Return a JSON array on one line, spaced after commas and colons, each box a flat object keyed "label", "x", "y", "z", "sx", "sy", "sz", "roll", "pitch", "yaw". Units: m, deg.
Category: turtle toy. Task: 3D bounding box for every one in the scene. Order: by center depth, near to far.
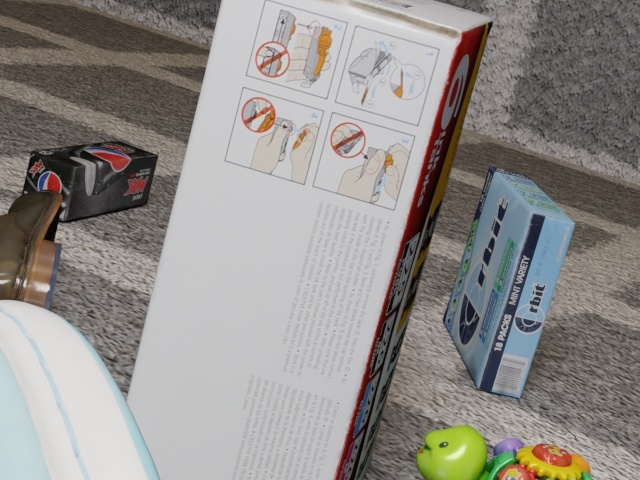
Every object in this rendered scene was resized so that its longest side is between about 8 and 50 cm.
[{"label": "turtle toy", "x": 0.121, "y": 0.156, "z": 0.863, "sx": 0.130, "sy": 0.066, "sz": 0.095, "roll": 14, "pitch": 13, "yaw": -1}]

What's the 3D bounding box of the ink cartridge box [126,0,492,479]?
[{"label": "ink cartridge box", "x": 0.000, "y": 0.000, "z": 0.844, "sx": 0.130, "sy": 0.309, "sz": 0.272, "roll": 17, "pitch": 14, "yaw": 8}]

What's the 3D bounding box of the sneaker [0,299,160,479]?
[{"label": "sneaker", "x": -0.137, "y": 0.141, "z": 0.325, "sx": 0.208, "sy": 0.127, "sz": 0.319, "roll": 4, "pitch": 46, "yaw": -25}]

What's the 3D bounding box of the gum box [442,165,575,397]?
[{"label": "gum box", "x": 0.161, "y": 0.031, "z": 1.220, "sx": 0.041, "sy": 0.157, "sz": 0.184, "roll": 13, "pitch": 13, "yaw": -8}]

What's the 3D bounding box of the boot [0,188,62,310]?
[{"label": "boot", "x": -0.258, "y": -0.002, "z": 1.075, "sx": 0.106, "sy": 0.082, "sz": 0.219, "roll": 14, "pitch": 15, "yaw": -15}]

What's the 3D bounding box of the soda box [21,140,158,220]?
[{"label": "soda box", "x": -0.228, "y": -0.062, "z": 1.394, "sx": 0.053, "sy": 0.060, "sz": 0.169, "roll": 20, "pitch": 14, "yaw": 17}]
